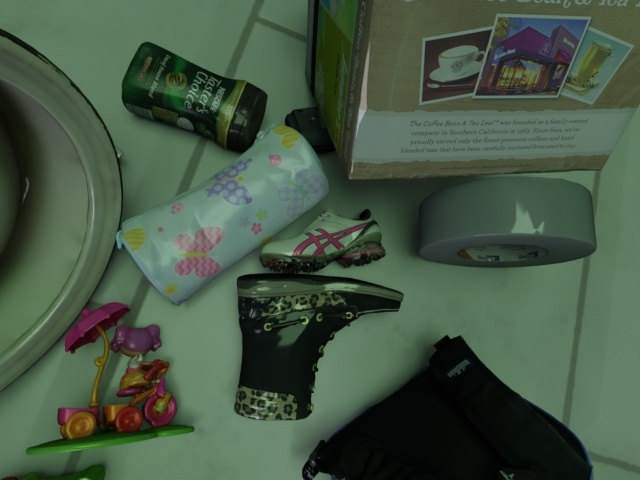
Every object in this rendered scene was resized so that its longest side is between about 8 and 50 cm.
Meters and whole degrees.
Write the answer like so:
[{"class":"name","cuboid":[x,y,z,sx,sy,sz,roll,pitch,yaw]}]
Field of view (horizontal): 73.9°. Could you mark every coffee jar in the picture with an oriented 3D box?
[{"class":"coffee jar","cuboid":[-0.171,-0.197,0.599,0.184,0.079,0.096,19,75,-8]}]

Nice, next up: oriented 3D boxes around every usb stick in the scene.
[{"class":"usb stick","cuboid":[0.084,-0.187,0.671,0.277,0.045,0.077,-12,80,-14]}]

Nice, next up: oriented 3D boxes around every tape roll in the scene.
[{"class":"tape roll","cuboid":[0.246,-0.016,0.581,0.219,0.219,0.073,6,76,-11]}]

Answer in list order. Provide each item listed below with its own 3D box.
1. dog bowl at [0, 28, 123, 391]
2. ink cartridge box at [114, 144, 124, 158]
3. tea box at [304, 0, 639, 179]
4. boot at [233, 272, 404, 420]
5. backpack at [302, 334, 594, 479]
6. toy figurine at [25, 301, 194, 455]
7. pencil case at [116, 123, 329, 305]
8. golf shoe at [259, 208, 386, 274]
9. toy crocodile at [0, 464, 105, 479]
[{"class":"dog bowl","cuboid":[-0.388,-0.009,0.364,0.150,0.408,0.408,28,73,17]},{"class":"ink cartridge box","cuboid":[-0.325,-0.092,0.570,0.063,0.029,0.115,40,72,-2]},{"class":"tea box","cuboid":[0.166,-0.254,0.536,0.328,0.220,0.324,-3,40,-10]},{"class":"boot","cuboid":[-0.003,0.137,0.572,0.236,0.085,0.179,6,89,-23]},{"class":"backpack","cuboid":[0.161,0.281,0.480,0.276,0.263,0.213,-35,104,-17]},{"class":"toy figurine","cuboid":[-0.236,0.154,0.507,0.173,0.130,0.159,8,66,-33]},{"class":"pencil case","cuboid":[-0.119,-0.039,0.558,0.273,0.113,0.124,-38,111,-16]},{"class":"golf shoe","cuboid":[0.000,0.000,0.606,0.186,0.067,0.086,-6,76,-23]},{"class":"toy crocodile","cuboid":[-0.398,0.316,0.424,0.340,0.115,0.105,-21,83,-16]}]
